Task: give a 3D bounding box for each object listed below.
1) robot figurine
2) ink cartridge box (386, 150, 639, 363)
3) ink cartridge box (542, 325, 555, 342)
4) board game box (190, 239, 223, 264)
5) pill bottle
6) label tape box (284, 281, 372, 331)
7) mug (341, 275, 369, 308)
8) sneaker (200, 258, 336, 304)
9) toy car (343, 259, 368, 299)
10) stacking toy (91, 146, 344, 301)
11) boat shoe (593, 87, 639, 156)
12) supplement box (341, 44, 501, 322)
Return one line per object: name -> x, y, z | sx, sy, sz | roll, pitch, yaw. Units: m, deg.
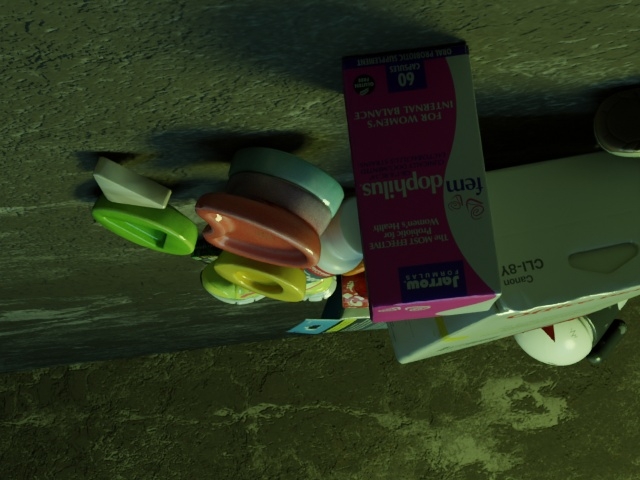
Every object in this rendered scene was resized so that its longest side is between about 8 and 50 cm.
robot figurine -> 0.482, 0.112, 1.967 | 0.209, 0.278, 0.173 | 29, 152, 28
ink cartridge box -> 0.254, 0.024, 1.266 | 0.279, 0.160, 0.384 | -11, 169, -15
ink cartridge box -> 0.328, 0.067, 1.676 | 0.045, 0.179, 0.145 | -13, -165, -4
board game box -> -0.113, 0.025, 1.715 | 0.136, 0.030, 0.260 | -11, 169, 11
pill bottle -> 0.000, 0.000, 1.423 | 0.108, 0.108, 0.180 | 2, 167, -39
label tape box -> 0.111, 0.126, 2.188 | 0.348, 0.115, 0.249 | -2, 169, -12
mug -> 0.123, 0.063, 1.941 | 0.169, 0.150, 0.113 | -3, -154, 2
sneaker -> -0.081, 0.045, 1.560 | 0.208, 0.081, 0.094 | -3, 159, 2
toy car -> 0.097, 0.025, 1.532 | 0.182, 0.136, 0.159 | 3, 166, -43
stacking toy -> -0.115, -0.054, 1.203 | 0.279, 0.130, 0.309 | 21, 163, -4
boat shoe -> 0.416, -0.124, 1.066 | 0.257, 0.095, 0.095 | 4, 175, 12
supplement box -> 0.086, -0.046, 0.901 | 0.111, 0.220, 0.114 | -7, 170, 2
